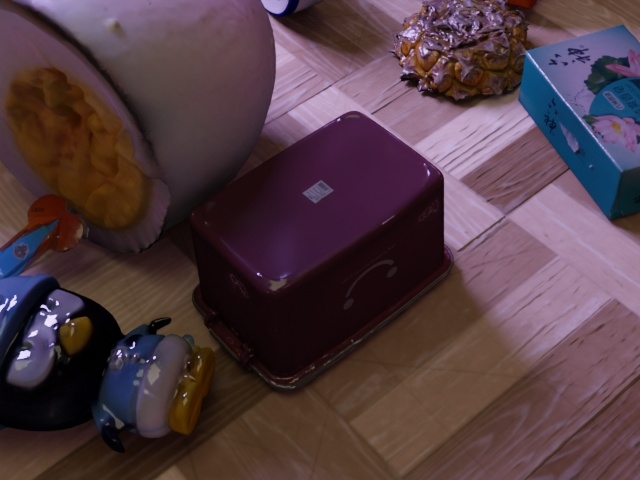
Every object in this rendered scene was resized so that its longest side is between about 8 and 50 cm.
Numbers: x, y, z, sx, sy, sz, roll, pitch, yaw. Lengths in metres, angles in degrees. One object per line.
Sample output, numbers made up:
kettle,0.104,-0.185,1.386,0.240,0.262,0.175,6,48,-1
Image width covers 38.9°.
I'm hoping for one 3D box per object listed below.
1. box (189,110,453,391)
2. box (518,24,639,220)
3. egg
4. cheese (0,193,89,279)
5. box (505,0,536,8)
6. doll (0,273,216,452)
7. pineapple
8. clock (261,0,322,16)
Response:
box,0.000,0.000,1.012,0.294,0.167,0.193,-35,55,-23
box,0.378,-0.157,1.161,0.153,0.092,0.245,-18,53,-11
egg,-0.205,-0.218,1.087,0.354,0.355,0.340,26,52,22
cheese,-0.382,0.045,1.050,0.256,0.037,0.106,-41,67,-7
box,0.224,-0.574,1.390,0.348,0.257,0.319,20,51,19
doll,-0.272,0.123,0.947,0.314,0.141,0.177,10,49,8
pineapple,0.205,-0.287,1.291,0.224,0.076,0.225,-1,52,1
clock,-0.063,-0.454,1.340,0.083,0.230,0.230,-26,54,-17
